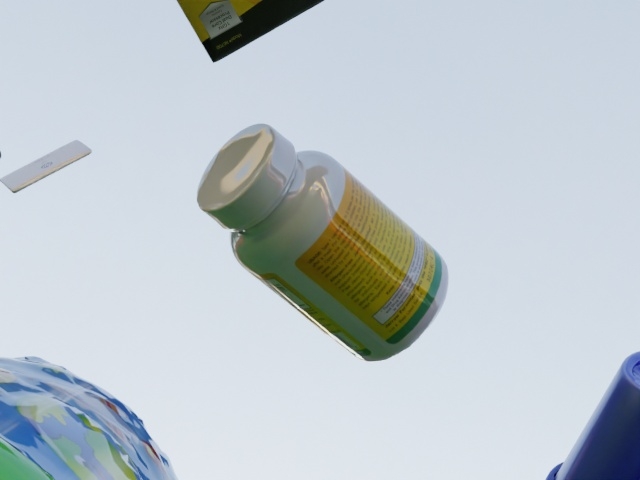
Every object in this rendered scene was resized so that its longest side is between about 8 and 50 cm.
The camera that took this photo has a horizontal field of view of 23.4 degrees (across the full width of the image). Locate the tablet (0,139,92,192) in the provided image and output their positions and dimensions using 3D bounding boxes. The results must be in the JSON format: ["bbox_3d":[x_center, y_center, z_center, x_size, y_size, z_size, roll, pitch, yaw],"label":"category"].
[{"bbox_3d":[-0.256,-0.070,1.438,0.054,0.083,0.006,31,-32,61],"label":"tablet"}]

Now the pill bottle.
[{"bbox_3d":[0.000,0.000,1.268,0.117,0.118,0.208,-19,-48,42],"label":"pill bottle"}]

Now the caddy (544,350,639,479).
[{"bbox_3d":[0.337,0.221,1.233,0.241,0.341,0.179,44,-61,47],"label":"caddy"}]

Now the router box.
[{"bbox_3d":[-0.042,-0.244,1.222,0.179,0.046,0.133,-30,-71,1],"label":"router box"}]

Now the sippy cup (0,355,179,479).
[{"bbox_3d":[-0.159,0.149,0.631,0.240,0.224,0.306,-13,-83,10],"label":"sippy cup"}]
